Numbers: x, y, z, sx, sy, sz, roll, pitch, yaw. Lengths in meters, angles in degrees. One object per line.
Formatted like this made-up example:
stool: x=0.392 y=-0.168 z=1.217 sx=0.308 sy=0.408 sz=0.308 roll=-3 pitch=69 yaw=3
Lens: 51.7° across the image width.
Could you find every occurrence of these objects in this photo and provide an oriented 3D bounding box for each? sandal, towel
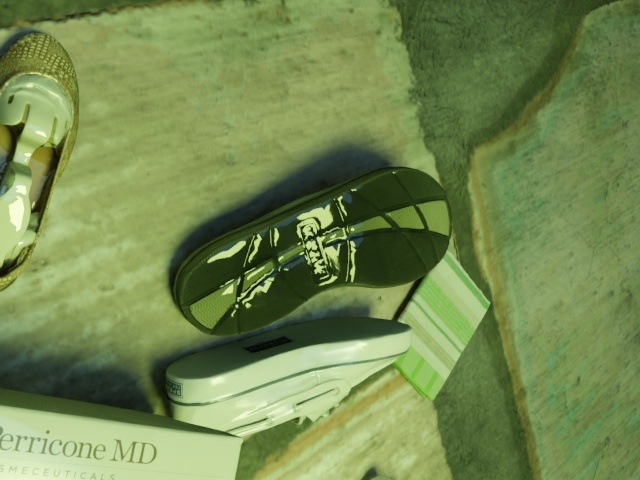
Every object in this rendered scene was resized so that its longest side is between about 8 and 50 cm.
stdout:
sandal: x=-0.001 y=-0.001 z=0.651 sx=0.303 sy=0.086 sz=0.120 roll=-16 pitch=108 yaw=-21
towel: x=0.138 y=0.101 z=0.798 sx=0.113 sy=0.023 sz=0.152 roll=47 pitch=67 yaw=-27

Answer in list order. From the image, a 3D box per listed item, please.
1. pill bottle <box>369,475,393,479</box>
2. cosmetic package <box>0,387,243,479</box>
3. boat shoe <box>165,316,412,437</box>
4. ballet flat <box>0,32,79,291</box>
pill bottle: x=0.088 y=0.320 z=0.740 sx=0.065 sy=0.065 sz=0.116 roll=-46 pitch=118 yaw=-26
cosmetic package: x=-0.200 y=0.292 z=0.433 sx=0.197 sy=0.155 sz=0.365 roll=19 pitch=75 yaw=-35
boat shoe: x=-0.022 y=0.134 z=0.640 sx=0.258 sy=0.095 sz=0.084 roll=-8 pitch=102 yaw=-26
ballet flat: x=-0.217 y=-0.057 z=0.485 sx=0.073 sy=0.067 sz=0.206 roll=15 pitch=83 yaw=-36
